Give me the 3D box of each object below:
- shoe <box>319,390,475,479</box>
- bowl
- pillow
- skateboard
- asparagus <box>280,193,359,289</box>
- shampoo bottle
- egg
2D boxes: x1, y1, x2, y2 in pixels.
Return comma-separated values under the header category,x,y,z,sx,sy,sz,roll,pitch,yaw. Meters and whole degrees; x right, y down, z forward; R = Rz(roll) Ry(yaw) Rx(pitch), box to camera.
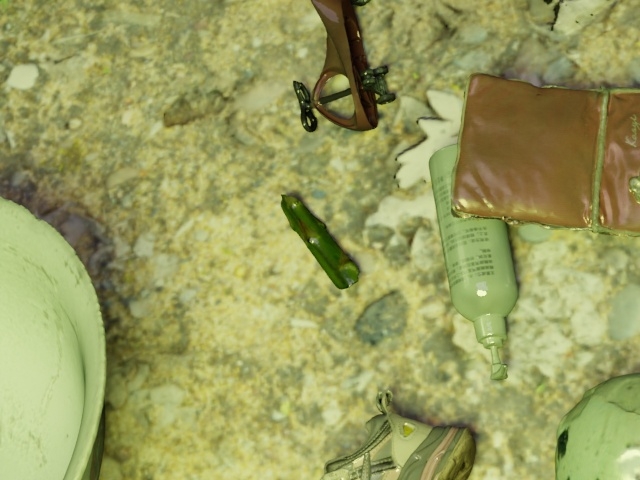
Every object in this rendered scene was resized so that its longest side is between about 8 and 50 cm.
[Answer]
category,x,y,z,sx,sy,sz,roll,pitch,yaw
shoe,0.036,0.199,1.060,0.092,0.089,0.180,32,79,23
bowl,-0.325,0.186,1.088,0.435,0.196,0.435,-10,53,14
pillow,0.220,-0.064,1.106,0.232,0.043,0.126,5,69,0
skateboard,0.012,-0.160,1.219,0.080,0.067,0.151,-18,70,19
asparagus,-0.001,0.000,1.180,0.025,0.021,0.108,-36,64,-4
shampoo bottle,0.126,0.019,1.119,0.056,0.056,0.195,-11,68,12
egg,0.222,0.175,0.994,0.131,0.131,0.164,20,83,21
